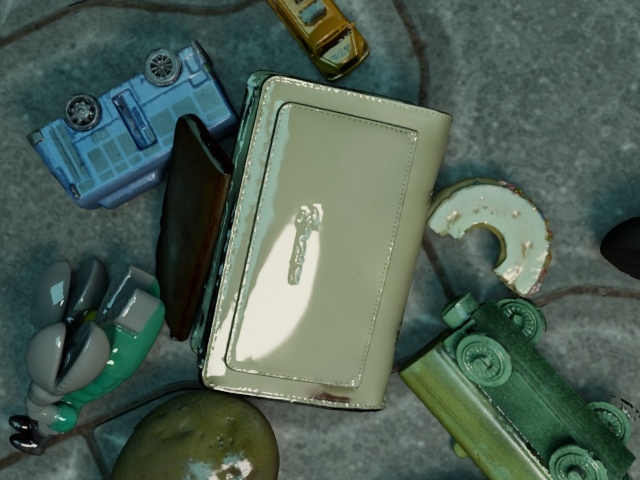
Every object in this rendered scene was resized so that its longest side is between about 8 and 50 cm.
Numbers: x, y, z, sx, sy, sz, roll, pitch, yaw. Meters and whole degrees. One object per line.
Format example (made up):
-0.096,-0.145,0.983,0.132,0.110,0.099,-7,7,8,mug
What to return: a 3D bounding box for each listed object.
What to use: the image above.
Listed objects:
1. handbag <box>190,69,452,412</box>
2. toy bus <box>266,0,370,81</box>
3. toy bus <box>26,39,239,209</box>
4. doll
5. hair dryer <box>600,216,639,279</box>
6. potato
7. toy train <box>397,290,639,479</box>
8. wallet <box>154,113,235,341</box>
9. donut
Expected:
0.000,0.000,1.197,0.236,0.160,0.359,12,97,-11,handbag
-0.010,-0.275,1.260,0.069,0.074,0.162,-37,86,2,toy bus
-0.220,-0.133,1.255,0.234,0.116,0.134,-29,90,2,toy bus
-0.294,0.139,1.226,0.153,0.195,0.258,30,80,-34,doll
0.523,-0.059,1.182,0.284,0.156,0.320,29,83,15,hair dryer
-0.152,0.280,1.229,0.235,0.160,0.178,-27,54,16,potato
0.235,0.201,1.220,0.307,0.126,0.189,49,138,3,toy train
-0.154,-0.019,1.198,0.031,0.137,0.255,-3,132,-27,wallet
0.212,-0.014,1.244,0.166,0.065,0.108,40,94,5,donut
